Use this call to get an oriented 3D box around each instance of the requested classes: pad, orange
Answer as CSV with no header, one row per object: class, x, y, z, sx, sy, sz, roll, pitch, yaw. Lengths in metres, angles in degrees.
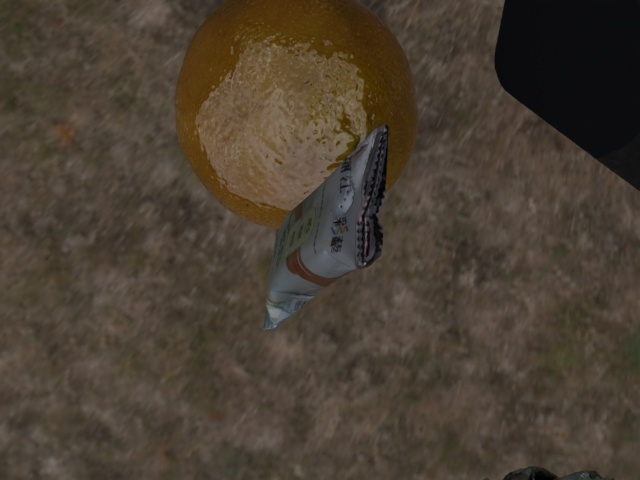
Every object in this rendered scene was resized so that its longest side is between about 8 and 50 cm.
pad,0.248,-0.168,1.368,0.004,0.267,0.181,-13,129,-29
orange,-0.023,-0.135,1.530,0.264,0.264,0.264,5,115,12

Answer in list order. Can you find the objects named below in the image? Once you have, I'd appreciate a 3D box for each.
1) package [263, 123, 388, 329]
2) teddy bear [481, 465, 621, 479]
package,0.000,0.000,0.417,0.015,0.110,0.037,13,75,-11
teddy bear,0.143,0.175,0.833,0.111,0.213,0.133,-45,62,10
